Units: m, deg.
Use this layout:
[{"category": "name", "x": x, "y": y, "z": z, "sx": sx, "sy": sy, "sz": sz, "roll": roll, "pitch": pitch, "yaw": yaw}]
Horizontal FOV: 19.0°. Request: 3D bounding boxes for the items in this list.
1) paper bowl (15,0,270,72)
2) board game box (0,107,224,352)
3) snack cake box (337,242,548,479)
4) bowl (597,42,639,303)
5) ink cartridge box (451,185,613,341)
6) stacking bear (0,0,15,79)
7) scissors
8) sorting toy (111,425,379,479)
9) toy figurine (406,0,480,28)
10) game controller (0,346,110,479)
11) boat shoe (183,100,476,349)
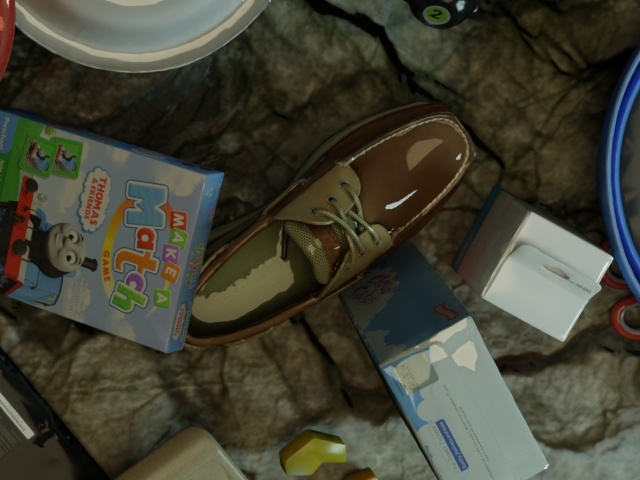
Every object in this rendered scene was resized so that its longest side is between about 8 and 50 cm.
[{"category": "paper bowl", "x": -0.158, "y": -0.282, "z": 1.602, "sx": 0.284, "sy": 0.148, "sz": 0.284, "roll": -2, "pitch": 102, "yaw": -9}, {"category": "board game box", "x": -0.199, "y": -0.011, "z": 1.658, "sx": 0.211, "sy": 0.039, "sz": 0.160, "roll": 17, "pitch": 101, "yaw": 20}, {"category": "snack cake box", "x": 0.098, "y": 0.113, "z": 1.664, "sx": 0.089, "sy": 0.264, "sz": 0.152, "roll": -29, "pitch": 105, "yaw": -1}, {"category": "bowl", "x": 0.436, "y": -0.063, "z": 1.744, "sx": 0.391, "sy": 0.077, "sz": 0.391, "roll": 0, "pitch": 93, "yaw": -8}, {"category": "ink cartridge box", "x": 0.189, "y": 0.021, "z": 1.719, "sx": 0.092, "sy": 0.143, "sz": 0.090, "roll": 28, "pitch": 97, "yaw": -13}, {"category": "stacking bear", "x": -0.410, "y": -0.191, "z": 1.551, "sx": 0.289, "sy": 0.164, "sz": 0.175, "roll": 8, "pitch": 68, "yaw": 21}, {"category": "scissors", "x": 0.392, "y": -0.015, "z": 1.807, "sx": 0.297, "sy": 0.021, "sz": 0.109, "roll": -31, "pitch": 102, "yaw": -2}, {"category": "sorting toy", "x": -0.094, "y": 0.279, "z": 1.761, "sx": 0.307, "sy": 0.041, "sz": 0.229, "roll": -36, "pitch": 122, "yaw": -2}, {"category": "toy figurine", "x": 0.137, "y": -0.299, "z": 1.638, "sx": 0.213, "sy": 0.148, "sz": 0.209, "roll": -17, "pitch": 104, "yaw": -4}, {"category": "game controller", "x": -0.323, "y": 0.188, "z": 1.735, "sx": 0.166, "sy": 0.067, "sz": 0.319, "roll": -40, "pitch": 106, "yaw": -13}, {"category": "boat shoe", "x": 0.000, "y": 0.000, "z": 1.700, "sx": 0.324, "sy": 0.120, "sz": 0.122, "roll": -36, "pitch": 105, "yaw": 1}]
